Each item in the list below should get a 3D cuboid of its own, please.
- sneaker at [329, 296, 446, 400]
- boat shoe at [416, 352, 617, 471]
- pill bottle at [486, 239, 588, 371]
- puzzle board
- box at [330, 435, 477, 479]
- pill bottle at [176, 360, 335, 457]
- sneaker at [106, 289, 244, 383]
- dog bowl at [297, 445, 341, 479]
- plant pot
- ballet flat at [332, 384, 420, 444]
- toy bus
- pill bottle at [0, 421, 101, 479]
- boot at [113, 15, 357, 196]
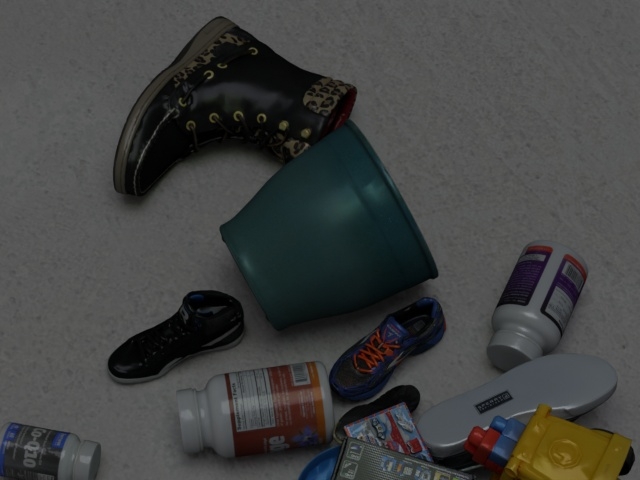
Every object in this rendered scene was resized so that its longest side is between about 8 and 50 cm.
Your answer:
[{"bbox_3d":[0.097,0.152,2.020,0.221,0.087,0.083,-39,66,-23],"label":"sneaker"},{"bbox_3d":[0.285,0.258,1.949,0.301,0.102,0.108,-22,43,-8],"label":"boat shoe"},{"bbox_3d":[0.322,0.104,2.044,0.108,0.108,0.193,23,60,12],"label":"pill bottle"},{"bbox_3d":[0.101,0.296,1.874,0.096,0.011,0.128,-20,69,-17],"label":"puzzle board"},{"bbox_3d":[0.094,0.376,1.806,0.190,0.045,0.184,17,68,9],"label":"box"},{"bbox_3d":[-0.093,0.245,1.938,0.216,0.121,0.121,-8,58,-5],"label":"pill bottle"},{"bbox_3d":[-0.219,0.130,2.006,0.216,0.121,0.079,-20,60,-14],"label":"sneaker"},{"bbox_3d":[0.106,0.396,1.877,0.297,0.074,0.166,18,59,10],"label":"dog bowl"},{"bbox_3d":[0.000,0.000,2.026,0.255,0.272,0.272,-30,62,-2],"label":"plant pot"},{"bbox_3d":[0.081,0.257,1.943,0.173,0.049,0.057,-22,67,-42],"label":"ballet flat"},{"bbox_3d":[0.293,0.320,1.839,0.211,0.220,0.149,26,62,12],"label":"toy bus"},{"bbox_3d":[-0.385,0.306,1.917,0.137,0.078,0.078,9,58,4],"label":"pill bottle"},{"bbox_3d":[-0.137,-0.181,2.201,0.284,0.138,0.377,25,55,13],"label":"boot"}]
